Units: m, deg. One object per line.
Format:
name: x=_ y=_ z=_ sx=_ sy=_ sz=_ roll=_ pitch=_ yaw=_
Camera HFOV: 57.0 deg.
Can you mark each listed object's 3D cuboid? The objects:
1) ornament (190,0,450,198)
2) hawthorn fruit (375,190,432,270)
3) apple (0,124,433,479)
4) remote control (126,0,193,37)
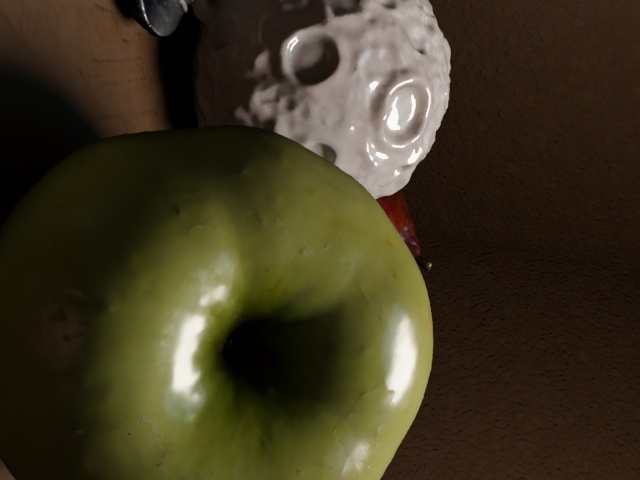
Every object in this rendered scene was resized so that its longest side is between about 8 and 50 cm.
ornament: x=-0.001 y=-0.192 z=0.771 sx=0.337 sy=0.336 sz=0.338 roll=11 pitch=90 yaw=-81
hawthorn fruit: x=-0.006 y=-0.032 z=1.020 sx=0.308 sy=0.324 sz=0.309 roll=-16 pitch=90 yaw=-89
apple: x=-0.097 y=0.075 z=0.496 sx=0.357 sy=0.356 sz=0.358 roll=11 pitch=90 yaw=-81
remote control: x=-0.146 y=-0.332 z=0.611 sx=0.090 sy=0.066 sz=0.266 roll=47 pitch=58 yaw=-62
